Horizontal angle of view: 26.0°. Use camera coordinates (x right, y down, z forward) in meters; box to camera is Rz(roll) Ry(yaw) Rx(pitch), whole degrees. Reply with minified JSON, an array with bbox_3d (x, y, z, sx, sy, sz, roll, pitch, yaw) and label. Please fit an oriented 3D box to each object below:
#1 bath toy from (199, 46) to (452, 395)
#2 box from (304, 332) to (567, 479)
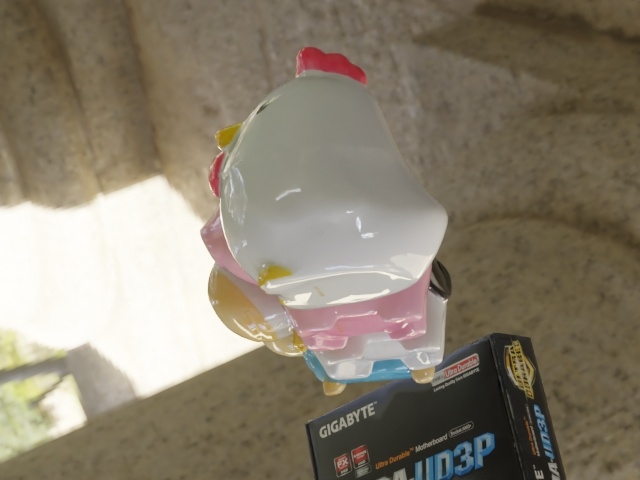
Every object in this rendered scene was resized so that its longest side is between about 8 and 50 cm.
[{"bbox_3d":[0.000,0.000,0.793,0.348,0.151,0.129,77,-173,-74],"label":"bath toy"},{"bbox_3d":[0.089,0.191,1.075,0.220,0.051,0.175,-31,61,40],"label":"box"}]
